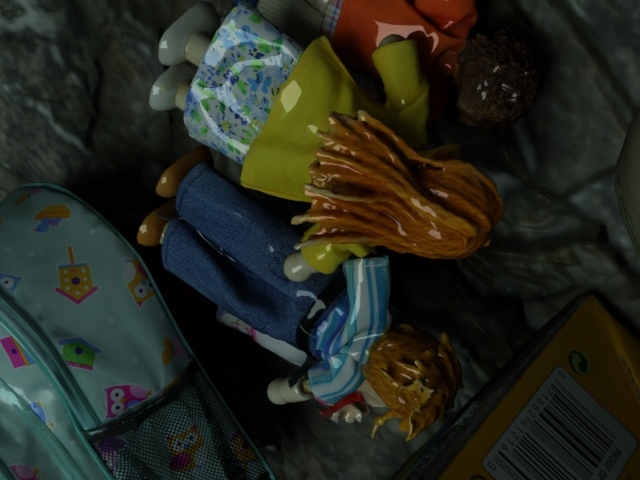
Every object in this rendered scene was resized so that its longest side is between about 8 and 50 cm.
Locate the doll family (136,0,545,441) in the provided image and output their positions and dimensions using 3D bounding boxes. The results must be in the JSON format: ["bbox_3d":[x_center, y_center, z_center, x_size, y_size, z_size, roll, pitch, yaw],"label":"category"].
[{"bbox_3d":[0.000,0.000,0.571,0.163,0.118,0.263,32,132,21],"label":"doll family"}]

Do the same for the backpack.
[{"bbox_3d":[-0.134,0.071,0.677,0.166,0.144,0.188,12,127,55],"label":"backpack"}]

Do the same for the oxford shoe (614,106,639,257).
[{"bbox_3d":[0.224,0.077,0.427,0.348,0.123,0.130,57,167,9],"label":"oxford shoe"}]

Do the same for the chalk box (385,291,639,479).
[{"bbox_3d":[0.067,0.199,0.598,0.179,0.180,0.289,44,133,8],"label":"chalk box"}]
